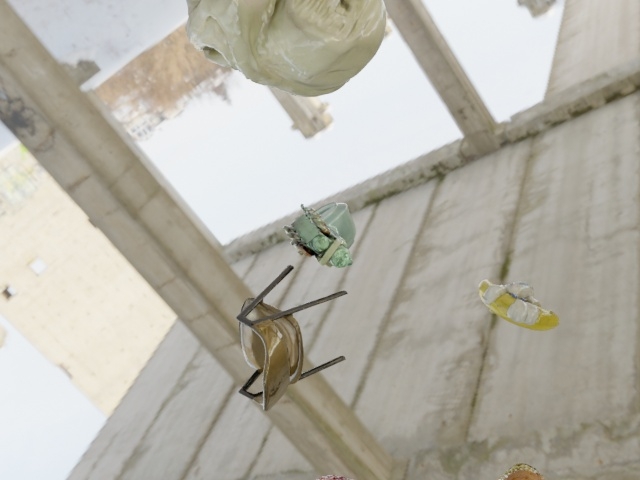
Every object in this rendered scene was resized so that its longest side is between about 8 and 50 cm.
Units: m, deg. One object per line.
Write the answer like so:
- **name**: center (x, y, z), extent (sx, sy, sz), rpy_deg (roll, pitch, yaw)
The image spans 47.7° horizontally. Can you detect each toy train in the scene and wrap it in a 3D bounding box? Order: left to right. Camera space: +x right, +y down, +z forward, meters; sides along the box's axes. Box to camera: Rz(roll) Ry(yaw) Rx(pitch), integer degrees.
- **toy train**: center (0.000, 0.000, 1.411), extent (0.081, 0.125, 0.194), rpy_deg (-53, -160, 4)

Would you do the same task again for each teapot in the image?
- **teapot**: center (0.032, -0.012, 1.955), extent (0.159, 0.159, 0.232), rpy_deg (-36, -165, 4)

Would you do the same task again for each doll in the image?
- **doll**: center (0.560, 0.174, 2.067), extent (0.237, 0.252, 0.111), rpy_deg (37, -66, 51)

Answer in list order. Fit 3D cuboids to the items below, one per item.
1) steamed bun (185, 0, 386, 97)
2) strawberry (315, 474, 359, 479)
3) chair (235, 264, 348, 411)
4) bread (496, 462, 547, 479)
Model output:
- **steamed bun**: center (-0.076, -0.383, 1.174), extent (0.247, 0.352, 0.340), rpy_deg (-44, -143, 49)
- **strawberry**: center (0.050, 0.685, 1.696), extent (0.288, 0.238, 0.250), rpy_deg (130, -29, -71)
- **chair**: center (-0.073, 0.179, 1.261), extent (0.172, 0.159, 0.246), rpy_deg (22, -147, 34)
- **bread**: center (0.445, 0.607, 1.652), extent (0.190, 0.132, 0.114), rpy_deg (-52, 166, 1)
